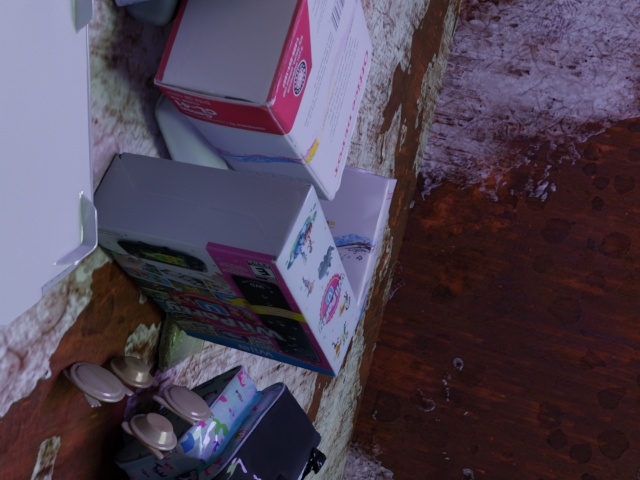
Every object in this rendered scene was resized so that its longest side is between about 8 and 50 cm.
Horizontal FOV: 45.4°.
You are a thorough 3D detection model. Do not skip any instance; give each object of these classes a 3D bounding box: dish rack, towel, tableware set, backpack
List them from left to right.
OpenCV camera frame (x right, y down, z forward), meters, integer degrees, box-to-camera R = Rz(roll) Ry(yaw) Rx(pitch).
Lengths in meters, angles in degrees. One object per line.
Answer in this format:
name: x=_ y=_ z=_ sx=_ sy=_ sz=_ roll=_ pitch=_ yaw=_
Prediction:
dish rack: x=-0.248 y=-0.067 z=0.552 sx=0.285 sy=0.072 sz=0.333 roll=-53 pitch=155 yaw=-58
tableware set: x=-0.199 y=0.175 z=0.855 sx=0.020 sy=0.141 sz=0.168 roll=-57 pitch=169 yaw=10
towel: x=-0.184 y=0.102 z=1.053 sx=0.110 sy=0.027 sz=0.148 roll=-27 pitch=131 yaw=-71
backpack: x=-0.154 y=0.302 z=1.002 sx=0.253 sy=0.191 sz=0.225 roll=-38 pitch=-176 yaw=28

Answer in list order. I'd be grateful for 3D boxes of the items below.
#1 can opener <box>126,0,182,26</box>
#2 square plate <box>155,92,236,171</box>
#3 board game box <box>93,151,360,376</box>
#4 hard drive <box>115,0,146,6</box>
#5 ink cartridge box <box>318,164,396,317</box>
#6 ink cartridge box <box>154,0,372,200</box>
can opener: x=-0.143 y=-0.344 z=0.688 sx=0.076 sy=0.095 sz=0.283 roll=-90 pitch=-162 yaw=-66
square plate: x=-0.092 y=-0.183 z=1.035 sx=0.344 sy=0.049 sz=0.347 roll=78 pitch=28 yaw=-56
board game box: x=-0.094 y=0.037 z=0.871 sx=0.303 sy=0.224 sz=0.098 roll=66 pitch=41 yaw=-59
hard drive: x=-0.118 y=-0.331 z=0.609 sx=0.172 sy=0.054 sz=0.255 roll=-19 pitch=129 yaw=-19
ink cartridge box: x=0.000 y=0.000 z=1.116 sx=0.171 sy=0.168 sz=0.233 roll=-23 pitch=127 yaw=-81
ink cartridge box: x=-0.042 y=-0.198 z=0.854 sx=0.306 sy=0.131 sz=0.226 roll=56 pitch=48 yaw=-73
